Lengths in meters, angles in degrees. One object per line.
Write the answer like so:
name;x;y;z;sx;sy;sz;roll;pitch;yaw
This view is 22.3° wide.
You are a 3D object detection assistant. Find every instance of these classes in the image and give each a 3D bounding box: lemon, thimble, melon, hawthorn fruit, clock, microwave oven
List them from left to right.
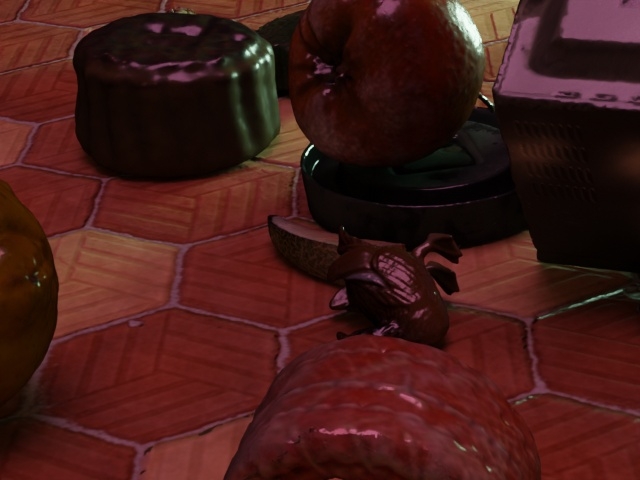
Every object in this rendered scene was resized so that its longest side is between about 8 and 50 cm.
lemon;-0.407;0.059;1.569;0.316;0.285;0.285;-41;6;32
melon;-0.003;0.003;1.857;0.182;0.054;0.098;14;25;33
thimble;0.048;0.198;1.237;0.239;0.239;0.162;0;28;10
hawthorn fruit;0.082;-0.215;1.926;0.231;0.235;0.263;33;53;12
clock;0.135;-0.081;1.990;0.319;0.066;0.319;-4;25;2
microwave oven;0.368;-0.226;1.754;0.236;0.374;0.432;7;59;21

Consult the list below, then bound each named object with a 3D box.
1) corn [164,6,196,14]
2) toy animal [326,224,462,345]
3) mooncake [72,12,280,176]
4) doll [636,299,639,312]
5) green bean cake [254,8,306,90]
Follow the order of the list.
corn;-0.225;-0.291;2.478;0.080;0.079;0.237;-3;26;4
toy animal;0.055;0.055;1.700;0.179;0.089;0.188;-35;51;-26
mooncake;-0.196;-0.207;2.203;0.290;0.161;0.290;-2;25;1
doll;0.406;0.051;1.652;0.179;0.102;0.089;-12;-17;-6
green bean cake;-0.006;-0.281;2.399;0.185;0.094;0.183;8;29;26
